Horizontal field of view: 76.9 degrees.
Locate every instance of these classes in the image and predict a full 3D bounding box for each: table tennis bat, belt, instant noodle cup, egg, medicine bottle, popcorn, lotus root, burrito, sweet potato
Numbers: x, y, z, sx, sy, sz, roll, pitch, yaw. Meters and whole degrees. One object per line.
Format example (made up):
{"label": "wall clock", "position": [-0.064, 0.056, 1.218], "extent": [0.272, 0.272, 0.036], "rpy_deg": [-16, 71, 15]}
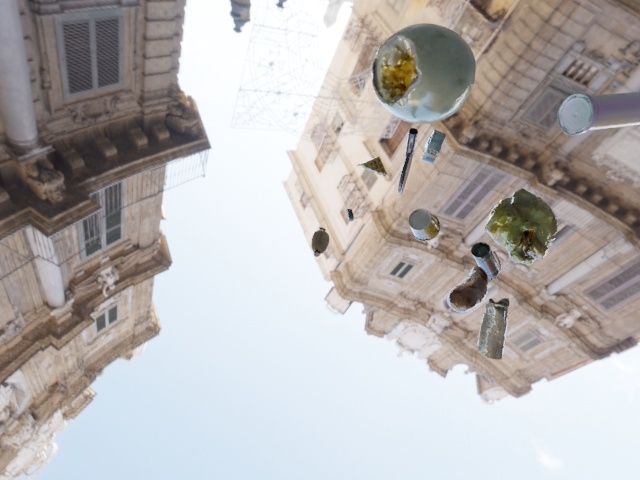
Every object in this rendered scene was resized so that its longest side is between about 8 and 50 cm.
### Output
{"label": "table tennis bat", "position": [0.273, -0.247, 1.261], "extent": [0.027, 0.236, 0.150], "rpy_deg": [16, -125, 14]}
{"label": "belt", "position": [0.581, -0.483, 2.086], "extent": [0.078, 0.198, 0.151], "rpy_deg": [23, -114, 5]}
{"label": "instant noodle cup", "position": [0.505, -0.084, 1.997], "extent": [0.122, 0.151, 0.151], "rpy_deg": [32, -150, -54]}
{"label": "egg", "position": [0.328, -0.498, 1.228], "extent": [0.336, 0.278, 0.278], "rpy_deg": [-9, -123, -36]}
{"label": "medicine bottle", "position": [0.871, -0.364, 1.123], "extent": [0.425, 0.108, 0.108], "rpy_deg": [-9, -124, -16]}
{"label": "popcorn", "position": [0.785, -0.046, 1.585], "extent": [0.276, 0.225, 0.276], "rpy_deg": [-11, -133, 13]}
{"label": "lotus root", "position": [0.000, 0.000, 1.620], "extent": [0.073, 0.062, 0.150], "rpy_deg": [14, -129, -4]}
{"label": "burrito", "position": [0.532, 0.268, 1.236], "extent": [0.086, 0.226, 0.060], "rpy_deg": [-3, -155, -3]}
{"label": "sweet potato", "position": [0.510, 0.162, 1.353], "extent": [0.097, 0.097, 0.291], "rpy_deg": [47, -139, 15]}

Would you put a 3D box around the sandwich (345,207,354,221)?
{"label": "sandwich", "position": [0.141, -0.123, 1.971], "extent": [0.026, 0.101, 0.069], "rpy_deg": [-17, -83, -5]}

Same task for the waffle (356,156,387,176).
{"label": "waffle", "position": [0.270, -0.364, 2.107], "extent": [0.191, 0.032, 0.125], "rpy_deg": [-32, -78, -41]}

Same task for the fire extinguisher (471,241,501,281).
{"label": "fire extinguisher", "position": [0.863, 0.125, 2.073], "extent": [0.294, 0.118, 0.093], "rpy_deg": [46, -161, -40]}
